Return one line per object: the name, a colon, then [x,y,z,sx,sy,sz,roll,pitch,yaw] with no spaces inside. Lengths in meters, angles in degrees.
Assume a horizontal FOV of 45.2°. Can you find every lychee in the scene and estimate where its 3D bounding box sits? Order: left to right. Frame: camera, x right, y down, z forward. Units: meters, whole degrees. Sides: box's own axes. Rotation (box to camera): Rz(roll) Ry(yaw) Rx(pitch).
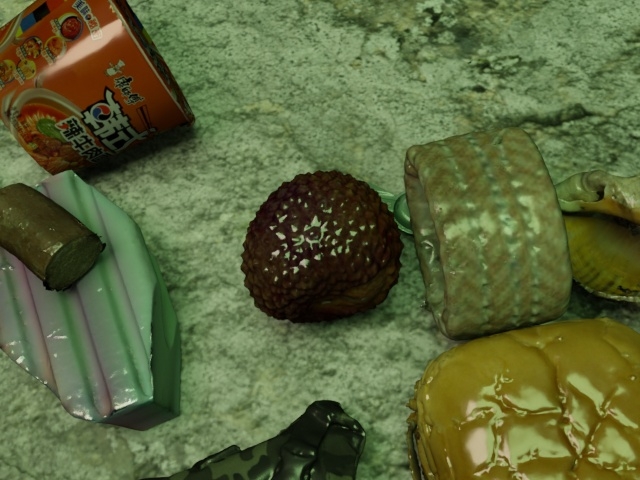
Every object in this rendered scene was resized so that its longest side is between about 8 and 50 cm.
lychee: [0.000,0.000,0.892,0.188,0.188,0.188,-2,64,4]

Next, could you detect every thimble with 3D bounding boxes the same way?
thimble: [0.180,-0.008,0.866,0.148,0.196,0.229,-11,89,-3]

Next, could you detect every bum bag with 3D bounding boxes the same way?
bum bag: [-0.106,0.276,0.811,0.341,0.095,0.144,-20,37,-6]

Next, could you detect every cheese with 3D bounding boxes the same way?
cheese: [0.109,-0.040,0.985,0.121,0.026,0.067,12,65,10]

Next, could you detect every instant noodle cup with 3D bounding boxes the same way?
instant noodle cup: [-0.307,-0.211,0.997,0.192,0.250,0.250,-31,66,1]

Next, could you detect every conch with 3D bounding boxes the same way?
conch: [0.359,-0.007,0.877,0.245,0.162,0.178,16,49,25]

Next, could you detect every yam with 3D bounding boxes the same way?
yam: [-0.315,-0.008,0.858,0.127,0.084,0.084,35,72,16]

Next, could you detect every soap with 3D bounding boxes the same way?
soap: [-0.282,0.076,0.917,0.193,0.109,0.323,-23,64,-6]

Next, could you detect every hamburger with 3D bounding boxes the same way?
hamburger: [0.236,0.232,0.773,0.319,0.158,0.318,-3,62,6]
